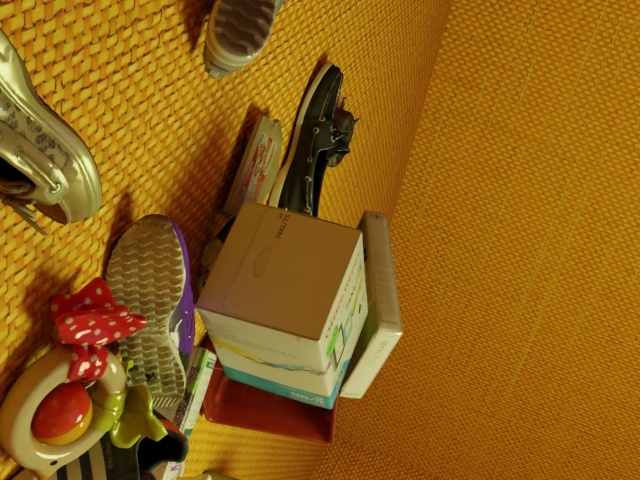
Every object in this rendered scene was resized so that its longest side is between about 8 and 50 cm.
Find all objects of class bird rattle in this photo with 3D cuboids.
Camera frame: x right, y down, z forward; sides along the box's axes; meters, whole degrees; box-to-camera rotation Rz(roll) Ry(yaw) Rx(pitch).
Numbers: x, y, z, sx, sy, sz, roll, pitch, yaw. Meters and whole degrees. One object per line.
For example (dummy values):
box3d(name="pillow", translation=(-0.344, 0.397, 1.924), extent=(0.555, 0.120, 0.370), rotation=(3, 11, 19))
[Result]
box3d(name="bird rattle", translation=(-0.285, 0.182, 1.025), extent=(0.207, 0.143, 0.253), rotation=(-43, 153, -29))

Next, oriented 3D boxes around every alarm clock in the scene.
box3d(name="alarm clock", translation=(0.023, -0.210, 1.886), extent=(0.192, 0.064, 0.129), rotation=(-60, 165, -26))

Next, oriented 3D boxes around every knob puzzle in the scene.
box3d(name="knob puzzle", translation=(-0.114, -0.121, 1.485), extent=(0.213, 0.030, 0.213), rotation=(20, 90, -78))

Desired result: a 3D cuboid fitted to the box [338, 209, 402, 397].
box3d(name="box", translation=(0.088, 0.130, 1.784), extent=(0.322, 0.059, 0.232), rotation=(-92, -160, -44))

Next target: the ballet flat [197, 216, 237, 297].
box3d(name="ballet flat", translation=(-0.169, 0.050, 1.443), extent=(0.074, 0.074, 0.203), rotation=(-55, 167, -50))

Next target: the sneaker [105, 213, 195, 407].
box3d(name="sneaker", translation=(-0.225, 0.075, 1.191), extent=(0.146, 0.102, 0.293), rotation=(-82, 178, -59))

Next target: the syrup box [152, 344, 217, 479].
box3d(name="syrup box", translation=(-0.247, 0.273, 1.343), extent=(0.093, 0.096, 0.236), rotation=(70, 36, -77))

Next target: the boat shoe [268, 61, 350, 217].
box3d(name="boat shoe", translation=(0.000, -0.177, 1.699), extent=(0.127, 0.113, 0.340), rotation=(27, 84, -78))

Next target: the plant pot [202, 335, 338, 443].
box3d(name="plant pot", translation=(-0.080, 0.226, 1.720), extent=(0.267, 0.268, 0.235), rotation=(93, 9, -56))

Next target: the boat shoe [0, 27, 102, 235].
box3d(name="boat shoe", translation=(-0.270, -0.086, 0.705), extent=(0.089, 0.105, 0.285), rotation=(-60, 155, -22))

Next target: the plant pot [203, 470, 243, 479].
box3d(name="plant pot", translation=(-0.179, 0.654, 1.953), extent=(0.276, 0.254, 0.276), rotation=(20, 90, -77))

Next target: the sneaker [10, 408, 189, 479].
box3d(name="sneaker", translation=(-0.299, 0.341, 1.109), extent=(0.350, 0.148, 0.131), rotation=(-49, 157, -45))

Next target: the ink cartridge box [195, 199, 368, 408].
box3d(name="ink cartridge box", translation=(-0.049, 0.106, 1.361), extent=(0.270, 0.197, 0.198), rotation=(81, 28, -59))

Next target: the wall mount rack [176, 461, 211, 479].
box3d(name="wall mount rack", translation=(-0.293, 0.551, 1.572), extent=(0.304, 0.131, 0.350), rotation=(93, 20, -55))

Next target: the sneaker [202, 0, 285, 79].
box3d(name="sneaker", translation=(-0.094, -0.335, 1.136), extent=(0.115, 0.105, 0.281), rotation=(-31, -149, 58))
